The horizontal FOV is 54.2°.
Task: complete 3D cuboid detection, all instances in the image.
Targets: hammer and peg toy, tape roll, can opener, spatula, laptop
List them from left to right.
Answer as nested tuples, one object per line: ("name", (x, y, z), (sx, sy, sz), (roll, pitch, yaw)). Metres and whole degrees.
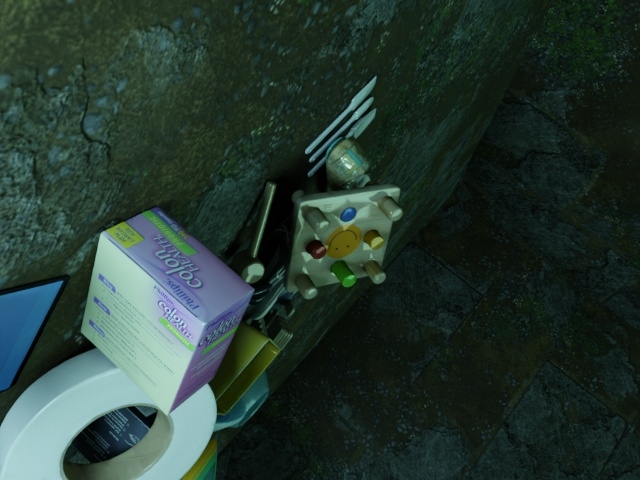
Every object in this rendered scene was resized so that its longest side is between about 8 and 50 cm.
("laptop", (-0.424, 0.197, 0.810), (0.136, 0.264, 0.234), (18, 115, -36))
("tape roll", (-0.381, 0.360, 1.145), (0.392, 0.072, 0.392), (-20, 130, -26))
("can opener", (-0.203, 0.126, 1.422), (0.186, 0.059, 0.073), (-13, 147, -18))
("hammer and peg toy", (0.000, 0.000, 1.376), (0.361, 0.127, 0.266), (-9, 130, -26))
("spatula", (0.051, -0.251, 1.441), (0.242, 0.019, 0.168), (-48, 167, -15))

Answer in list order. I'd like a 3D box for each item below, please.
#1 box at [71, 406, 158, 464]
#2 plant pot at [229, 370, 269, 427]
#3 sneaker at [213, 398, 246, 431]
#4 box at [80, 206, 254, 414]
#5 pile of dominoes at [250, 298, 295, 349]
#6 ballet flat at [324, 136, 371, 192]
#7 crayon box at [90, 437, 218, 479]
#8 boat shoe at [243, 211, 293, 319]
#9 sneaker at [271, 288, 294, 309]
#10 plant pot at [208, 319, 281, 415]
("box", (-0.422, 0.408, 1.333), (0.158, 0.156, 0.093), (-53, 167, 10))
("plant pot", (-0.263, 0.420, 1.799), (0.290, 0.195, 0.290), (-47, 165, -16))
("sneaker", (-0.368, 0.479, 1.628), (0.318, 0.127, 0.208), (5, 136, -33))
("box", (-0.250, 0.112, 0.993), (0.117, 0.213, 0.243), (-35, 159, -48))
("pile of dominoes", (-0.131, 0.229, 1.770), (0.196, 0.040, 0.251), (-55, -160, 11))
("ballet flat", (0.073, -0.144, 1.548), (0.123, 0.123, 0.348), (-49, 170, -9))
("crayon box", (-0.383, 0.528, 1.429), (0.165, 0.278, 0.081), (-93, -158, -44))
("boat shoe", (-0.108, 0.047, 1.507), (0.335, 0.112, 0.095), (-57, 143, 6))
("sneaker", (-0.093, 0.054, 1.656), (0.131, 0.112, 0.319), (16, 119, -46))
("plant pot", (-0.242, 0.268, 1.482), (0.212, 0.187, 0.212), (-48, 166, -10))
